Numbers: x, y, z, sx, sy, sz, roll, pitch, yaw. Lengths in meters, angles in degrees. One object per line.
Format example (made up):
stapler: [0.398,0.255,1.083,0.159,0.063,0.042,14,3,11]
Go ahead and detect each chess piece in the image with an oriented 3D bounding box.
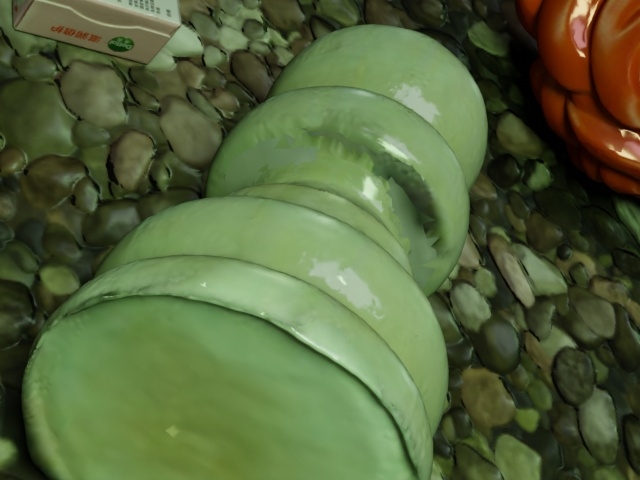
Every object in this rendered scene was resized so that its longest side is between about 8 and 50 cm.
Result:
chess piece: [0.000,0.000,0.633,0.182,0.182,0.330,40,38,-10]

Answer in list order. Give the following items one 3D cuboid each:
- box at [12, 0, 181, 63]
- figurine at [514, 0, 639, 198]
box: [-0.134,-0.173,0.719,0.089,0.043,0.125,13,55,-33]
figurine: [0.328,-0.149,0.965,0.306,0.241,0.412,59,34,-2]
